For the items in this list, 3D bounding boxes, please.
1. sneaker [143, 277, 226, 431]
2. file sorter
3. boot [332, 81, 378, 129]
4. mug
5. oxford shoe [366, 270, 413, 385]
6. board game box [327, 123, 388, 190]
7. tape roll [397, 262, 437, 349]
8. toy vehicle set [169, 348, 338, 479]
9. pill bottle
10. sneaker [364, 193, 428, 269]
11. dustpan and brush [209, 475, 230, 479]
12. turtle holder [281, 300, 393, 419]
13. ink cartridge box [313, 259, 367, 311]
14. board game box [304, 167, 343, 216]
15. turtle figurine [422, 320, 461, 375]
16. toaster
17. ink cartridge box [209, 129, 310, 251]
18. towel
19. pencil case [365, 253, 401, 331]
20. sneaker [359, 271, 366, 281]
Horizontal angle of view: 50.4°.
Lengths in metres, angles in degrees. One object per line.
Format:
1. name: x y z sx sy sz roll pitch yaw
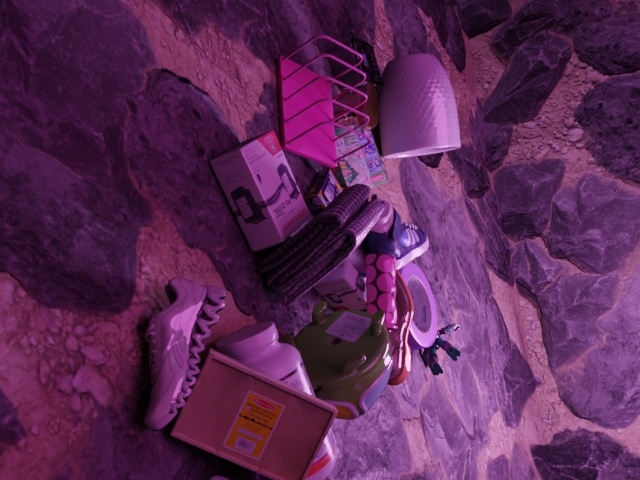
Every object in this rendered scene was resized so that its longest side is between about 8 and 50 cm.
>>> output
1. sneaker: -0.272 0.200 1.240 0.118 0.110 0.292 27 56 -19
2. file sorter: 0.017 -0.388 1.888 0.202 0.182 0.290 15 63 -42
3. boot: 0.088 -0.388 2.066 0.213 0.165 0.077 -83 150 -46
4. mug: 0.327 -0.470 2.426 0.374 0.277 0.327 -174 -104 -81
5. oxford shoe: 0.186 0.227 1.970 0.133 0.130 0.363 33 45 -44
6. board game box: 0.108 -0.259 2.161 0.317 0.046 0.213 -26 99 -61
7. tape roll: 0.278 0.214 2.182 0.275 0.090 0.274 33 50 -49
8. toy vehicle set: -0.121 0.332 1.257 0.267 0.035 0.165 27 88 -10
9. pill bottle: -0.099 0.335 1.372 0.181 0.182 0.322 -30 102 -60
10. sneaker: 0.238 -0.053 2.197 0.323 0.130 0.236 -33 109 -54
11. dustpan and brush: -0.146 0.562 1.300 0.211 0.060 0.147 54 35 -32
12. turtle holder: 0.047 0.316 1.581 0.320 0.244 0.227 -77 158 -55
13. ink cartridge box: 0.058 0.125 1.821 0.150 0.109 0.063 48 41 -39
14. board game box: 0.031 -0.099 1.948 0.170 0.048 0.141 58 31 -27
15. turtle figurine: 0.388 0.348 2.278 0.118 0.175 0.234 25 15 -10
16. toaster: 0.119 -0.584 2.274 0.168 0.110 0.185 -11 87 -62
17. ink cartridge box: -0.137 -0.118 1.611 0.237 0.100 0.172 66 31 -14
18. towel: 0.000 0.000 1.628 0.121 0.284 0.235 47 30 -4
19. pencil case: 0.165 0.140 1.800 0.098 0.095 0.209 60 31 -66
20. sneaker: 0.134 0.135 1.966 0.191 0.071 0.082 -14 102 -33
